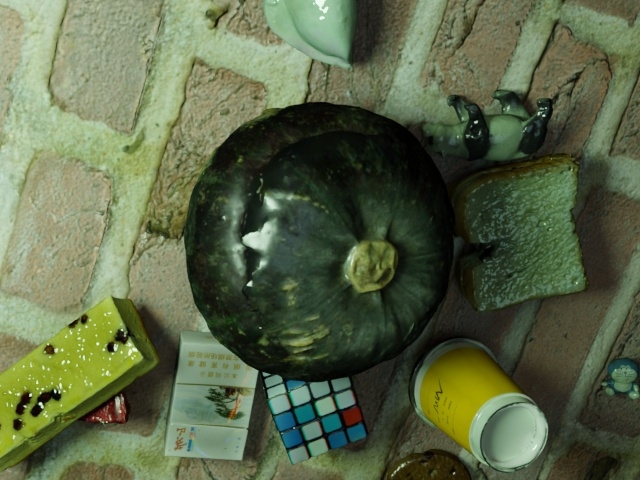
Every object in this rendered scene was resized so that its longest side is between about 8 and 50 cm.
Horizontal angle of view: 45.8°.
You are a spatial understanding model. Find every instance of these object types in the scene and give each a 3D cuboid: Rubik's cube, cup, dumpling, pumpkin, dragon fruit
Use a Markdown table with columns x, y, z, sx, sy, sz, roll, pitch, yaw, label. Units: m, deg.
| x | y | z | sx | sy | sz | roll | pitch | yaw | label |
| --- | --- | --- | --- | --- | --- | --- | --- | --- | --- |
| -0.017 | 0.288 | 1.396 | 0.155 | 0.154 | 0.151 | -18 | 109 | -5 | Rubik's cube |
| 0.290 | 0.301 | 1.403 | 0.196 | 0.279 | 0.197 | -3 | 103 | -15 | cup |
| -0.005 | -0.384 | 1.243 | 0.105 | 0.149 | 0.217 | -36 | 123 | -41 | dumpling |
| 0.000 | 0.000 | 1.216 | 0.454 | 0.344 | 0.455 | -5 | 102 | -28 | pumpkin |
| -0.397 | 0.268 | 1.351 | 0.162 | 0.083 | 0.107 | -1 | 86 | 21 | dragon fruit |

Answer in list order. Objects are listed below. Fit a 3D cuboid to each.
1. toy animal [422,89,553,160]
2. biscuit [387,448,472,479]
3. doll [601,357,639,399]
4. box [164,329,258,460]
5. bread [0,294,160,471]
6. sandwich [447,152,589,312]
| x | y | z | sx | sy | sz | roll | pitch | yaw | label |
| --- | --- | --- | --- | --- | --- | --- | --- | --- | --- |
| 0.294 | -0.200 | 1.357 | 0.225 | 0.094 | 0.121 | -6 | 116 | -11 | toy animal |
| 0.221 | 0.529 | 1.579 | 0.212 | 0.036 | 0.212 | -4 | 108 | -11 | biscuit |
| 0.628 | 0.286 | 1.586 | 0.076 | 0.050 | 0.083 | 2 | 108 | 6 | doll |
| -0.202 | 0.289 | 1.405 | 0.149 | 0.067 | 0.233 | 7 | 105 | -13 | box |
| -0.453 | 0.247 | 1.287 | 0.361 | 0.077 | 0.138 | -35 | 67 | 6 | bread |
| 0.365 | -0.013 | 1.421 | 0.248 | 0.095 | 0.273 | -13 | 109 | -4 | sandwich |
